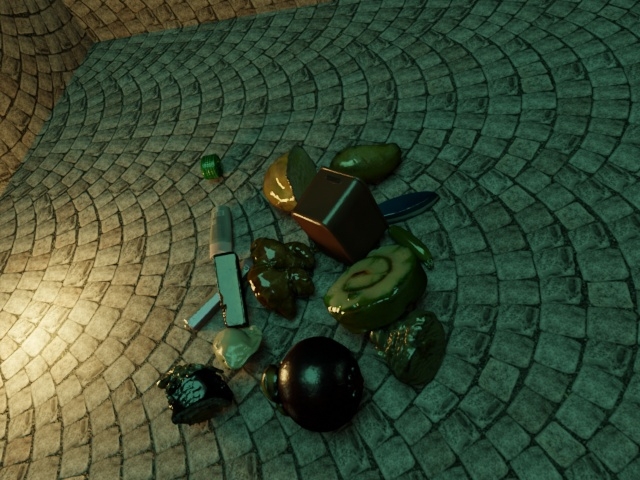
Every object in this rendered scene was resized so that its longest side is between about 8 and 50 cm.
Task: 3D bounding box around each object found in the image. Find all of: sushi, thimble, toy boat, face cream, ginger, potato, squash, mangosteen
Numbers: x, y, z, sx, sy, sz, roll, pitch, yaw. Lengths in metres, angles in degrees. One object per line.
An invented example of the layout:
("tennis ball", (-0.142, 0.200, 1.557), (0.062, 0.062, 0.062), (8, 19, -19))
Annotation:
("sushi", (-0.449, 0.532, 1.697), (0.225, 0.239, 0.219), (-23, 49, -17))
("thimble", (-0.550, -0.373, 2.378), (0.090, 0.118, 0.130), (-11, 74, 7))
("toy boat", (0.357, -0.145, 1.970), (0.299, 0.062, 0.096), (-18, 54, 6))
("face cream", (-0.458, -0.036, 2.157), (0.107, 0.073, 0.269), (-17, 55, 13))
("ginger", (-0.160, 0.143, 1.908), (0.274, 0.152, 0.358), (3, 58, -3))
("potato", (-0.152, -0.244, 2.111), (0.237, 0.301, 0.289), (-14, 19, 33))
("squash", (0.361, 0.014, 1.865), (0.066, 0.066, 0.252), (-41, 57, -10))
("mangosteen", (-0.029, 0.479, 1.559), (0.346, 0.307, 0.307), (-16, 53, 28))

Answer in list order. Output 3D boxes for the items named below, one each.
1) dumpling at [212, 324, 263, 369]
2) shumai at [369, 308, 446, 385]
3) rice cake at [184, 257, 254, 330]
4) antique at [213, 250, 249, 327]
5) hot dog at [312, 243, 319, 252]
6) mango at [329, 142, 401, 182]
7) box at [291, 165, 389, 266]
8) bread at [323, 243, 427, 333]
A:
("dumpling", (-0.308, 0.397, 1.789), (0.193, 0.147, 0.258), (-25, 23, -10))
("shumai", (0.295, 0.354, 1.626), (0.218, 0.189, 0.256), (11, 77, 44))
("rice cake", (-0.420, 0.229, 1.980), (0.070, 0.064, 0.399), (36, 74, 23))
("antique", (-0.362, 0.204, 1.910), (0.093, 0.087, 0.310), (-12, 72, -3))
("hot dog", (0.000, 0.000, 2.012), (0.049, 0.037, 0.122), (24, 73, 17))
("mango", (0.201, -0.339, 2.095), (0.329, 0.175, 0.177), (-6, 96, -4))
("box", (0.078, -0.082, 1.844), (0.239, 0.339, 0.229), (23, 72, 40))
("bread", (0.198, 0.160, 1.707), (0.366, 0.129, 0.382), (-18, 26, 33))
